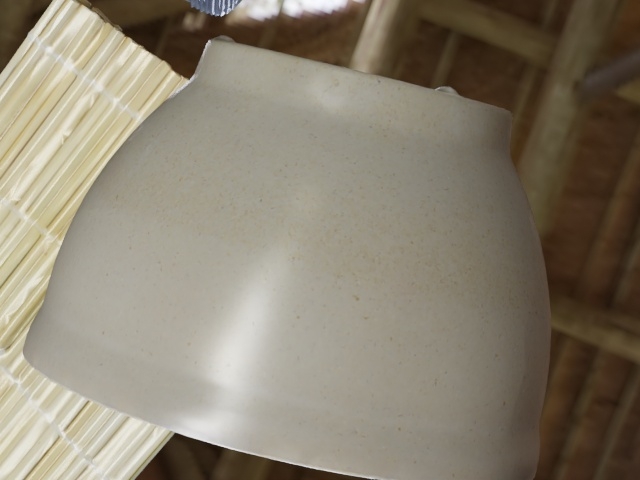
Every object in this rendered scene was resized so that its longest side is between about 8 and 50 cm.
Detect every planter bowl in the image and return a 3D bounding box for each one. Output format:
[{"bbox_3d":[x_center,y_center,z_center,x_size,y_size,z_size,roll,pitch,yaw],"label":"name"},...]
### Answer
[{"bbox_3d":[0.000,0.000,0.547,0.162,0.162,0.109,4,-80,-71],"label":"planter bowl"}]

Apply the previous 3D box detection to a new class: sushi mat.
[{"bbox_3d":[-0.139,0.057,0.760,0.316,0.151,0.019,-50,-6,18],"label":"sushi mat"}]

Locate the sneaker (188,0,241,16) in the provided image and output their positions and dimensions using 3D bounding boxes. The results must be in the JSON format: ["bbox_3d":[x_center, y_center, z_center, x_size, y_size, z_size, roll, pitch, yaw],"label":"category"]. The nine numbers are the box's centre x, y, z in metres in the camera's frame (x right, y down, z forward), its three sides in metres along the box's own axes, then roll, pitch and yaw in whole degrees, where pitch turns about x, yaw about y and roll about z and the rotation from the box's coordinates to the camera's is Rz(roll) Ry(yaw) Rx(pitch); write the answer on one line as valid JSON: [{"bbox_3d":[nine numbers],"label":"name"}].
[{"bbox_3d":[-0.102,-0.271,1.009,0.131,0.319,0.112,-34,-13,-23],"label":"sneaker"}]
